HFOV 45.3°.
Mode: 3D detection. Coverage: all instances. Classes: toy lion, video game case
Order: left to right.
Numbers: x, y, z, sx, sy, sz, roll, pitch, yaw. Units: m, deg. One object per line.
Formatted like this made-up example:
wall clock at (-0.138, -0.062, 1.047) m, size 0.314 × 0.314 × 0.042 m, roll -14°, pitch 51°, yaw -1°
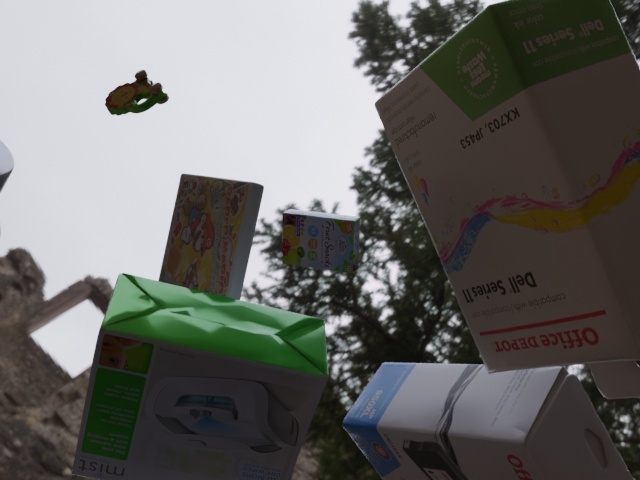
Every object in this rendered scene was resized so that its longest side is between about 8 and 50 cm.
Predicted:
toy lion at (-0.326, -0.249, 1.336) m, size 0.100 × 0.096 × 0.034 m, roll 40°, pitch -15°, yaw 41°
video game case at (-0.171, 0.019, 1.125) m, size 0.206 × 0.026 × 0.226 m, roll 12°, pitch -91°, yaw 51°

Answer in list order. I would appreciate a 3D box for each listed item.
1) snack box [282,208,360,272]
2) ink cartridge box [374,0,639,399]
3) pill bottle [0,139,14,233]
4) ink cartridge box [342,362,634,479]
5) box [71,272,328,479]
snack box at (0.000, 0.000, 1.407) m, size 0.141 × 0.037 × 0.100 m, roll 8°, pitch -72°, yaw 21°
ink cartridge box at (0.200, -0.007, 0.654) m, size 0.353 × 0.119 × 0.207 m, roll 67°, pitch -25°, yaw 4°
pill bottle at (-0.267, 0.010, 0.480) m, size 0.103 × 0.103 × 0.184 m, roll 39°, pitch -72°, yaw 9°
ink cartridge box at (0.276, 0.362, 1.302) m, size 0.395 × 0.166 × 0.285 m, roll -10°, pitch -59°, yaw 49°
box at (-0.148, 0.190, 0.944) m, size 0.262 × 0.126 × 0.231 m, roll 15°, pitch -64°, yaw -10°
